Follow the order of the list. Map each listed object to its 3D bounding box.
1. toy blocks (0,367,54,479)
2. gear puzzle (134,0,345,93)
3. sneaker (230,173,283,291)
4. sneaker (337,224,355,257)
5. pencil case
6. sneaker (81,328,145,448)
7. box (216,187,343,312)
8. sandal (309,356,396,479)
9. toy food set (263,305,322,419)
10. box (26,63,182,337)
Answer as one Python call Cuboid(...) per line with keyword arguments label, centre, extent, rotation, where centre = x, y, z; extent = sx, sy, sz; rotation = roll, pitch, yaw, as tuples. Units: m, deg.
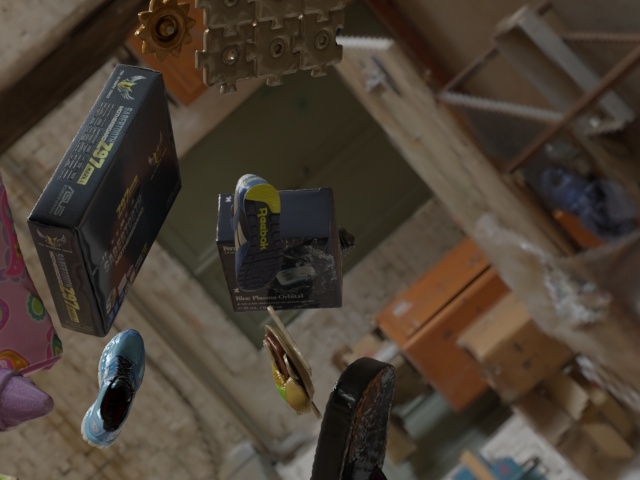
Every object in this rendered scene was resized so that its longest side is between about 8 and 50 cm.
Cuboid(label="toy blocks", centre=(-0.216, 0.256, 0.985), extent=(0.288, 0.260, 0.309), rotation=(-39, -50, -64))
Cuboid(label="gear puzzle", centre=(-0.106, -0.291, 1.728), extent=(0.044, 0.338, 0.176), rotation=(27, 124, 45))
Cuboid(label="sneaker", centre=(-0.074, -0.010, 1.461), extent=(0.059, 0.053, 0.144), rotation=(-130, 40, -52))
Cuboid(label="sneaker", centre=(0.000, 0.000, 2.092), extent=(0.087, 0.130, 0.227), rotation=(46, 162, 6))
Cuboid(label="pencil case", centre=(-0.323, -0.006, 1.169), extent=(0.124, 0.124, 0.284), rotation=(149, 105, -88))
Cuboid(label="sneaker", centre=(-0.256, 0.188, 1.670), extent=(0.063, 0.162, 0.073), rotation=(22, 150, -19))
Cuboid(label="box", centre=(-0.053, 0.015, 1.761), extent=(0.158, 0.155, 0.093), rotation=(80, -172, -48))
Cuboid(label="sandal", centre=(0.047, 0.360, 1.596), extent=(0.107, 0.446, 0.167), rotation=(19, -150, 23))
Cuboid(label="toy food set", centre=(-0.049, 0.176, 1.763), extent=(0.132, 0.038, 0.192), rotation=(55, 168, 26))
Cuboid(label="box", centre=(-0.221, -0.043, 1.367), extent=(0.059, 0.233, 0.183), rotation=(11, 142, 13))
